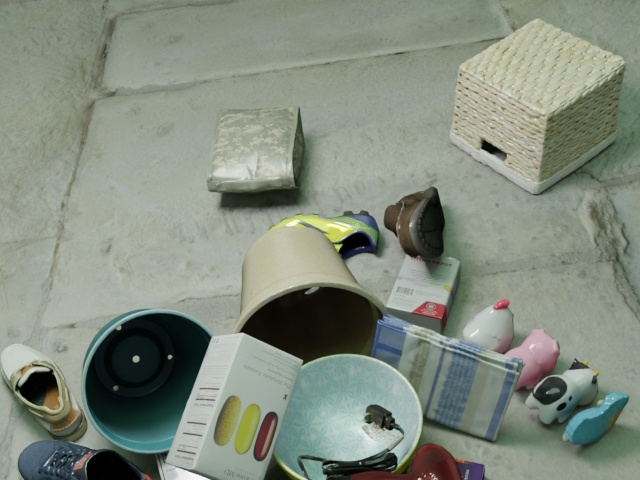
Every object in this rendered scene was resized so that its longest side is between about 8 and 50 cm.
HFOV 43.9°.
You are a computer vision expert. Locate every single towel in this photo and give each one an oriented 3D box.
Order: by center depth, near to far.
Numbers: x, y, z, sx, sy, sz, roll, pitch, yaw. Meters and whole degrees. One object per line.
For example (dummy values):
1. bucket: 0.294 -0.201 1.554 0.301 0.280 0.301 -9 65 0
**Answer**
1. towel: 0.231 0.265 1.534 0.285 0.209 0.034 17 33 14

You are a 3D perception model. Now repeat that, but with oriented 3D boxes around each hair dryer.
1. hair dryer: 0.127 0.400 1.290 0.294 0.080 0.224 25 39 34

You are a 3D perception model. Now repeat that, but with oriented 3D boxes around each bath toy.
1. bath toy: 0.440 0.244 1.594 0.151 0.129 0.348 -1 34 -43

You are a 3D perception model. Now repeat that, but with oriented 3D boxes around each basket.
1. basket: 0.558 -0.355 2.070 0.331 0.266 0.328 -33 51 -20

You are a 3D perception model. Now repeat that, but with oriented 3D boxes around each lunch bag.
1. lunch bag: -0.169 -0.219 2.117 0.235 0.169 0.287 -2 41 7

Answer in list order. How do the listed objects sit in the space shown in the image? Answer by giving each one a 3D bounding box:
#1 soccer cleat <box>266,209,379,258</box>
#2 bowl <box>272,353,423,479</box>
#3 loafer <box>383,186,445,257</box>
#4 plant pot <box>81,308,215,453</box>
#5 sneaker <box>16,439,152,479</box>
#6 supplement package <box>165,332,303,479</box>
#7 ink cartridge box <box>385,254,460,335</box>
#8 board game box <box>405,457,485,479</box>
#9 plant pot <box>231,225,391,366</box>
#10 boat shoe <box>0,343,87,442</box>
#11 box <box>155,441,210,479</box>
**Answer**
1. soccer cleat: 0.000 -0.001 1.930 0.289 0.093 0.121 -8 52 2
2. bowl: 0.047 0.374 1.503 0.290 0.156 0.289 -3 45 3
3. loafer: 0.213 -0.031 1.845 0.130 0.133 0.366 -13 8 15
4. plant pot: -0.351 0.255 1.592 0.272 0.271 0.255 -28 14 -18
5. sneaker: -0.451 0.442 1.521 0.350 0.148 0.131 13 49 22
6. supplement package: -0.152 0.305 1.414 0.134 0.139 0.244 -17 50 57
7. ink cartridge box: 0.234 0.118 1.786 0.128 0.072 0.175 11 48 20
8. board game box: 0.217 0.479 1.453 0.141 0.048 0.170 7 47 17
9. plant pot: -0.041 0.134 1.671 0.334 0.333 0.305 -13 35 -4
10. boat shoe: -0.607 0.305 1.713 0.113 0.103 0.302 -38 52 -26
11. box: -0.193 0.495 1.473 0.169 0.087 0.290 -19 46 -10
